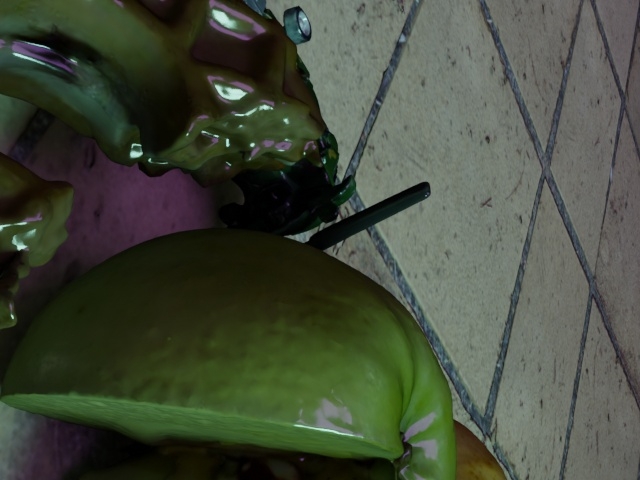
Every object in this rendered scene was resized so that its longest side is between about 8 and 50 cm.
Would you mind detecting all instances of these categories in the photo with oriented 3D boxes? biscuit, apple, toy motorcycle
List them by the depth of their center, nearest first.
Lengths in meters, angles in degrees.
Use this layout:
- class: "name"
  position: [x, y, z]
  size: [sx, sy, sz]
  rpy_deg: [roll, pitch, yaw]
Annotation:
- class: "biscuit"
  position: [-0.168, -0.082, 0.485]
  size: [0.268, 0.115, 0.366]
  rpy_deg: [51, 39, 2]
- class: "apple"
  position: [-0.053, 0.134, 0.604]
  size: [0.292, 0.254, 0.292]
  rpy_deg: [-3, 90, -65]
- class: "toy motorcycle"
  position: [-0.058, -0.104, 0.756]
  size: [0.275, 0.124, 0.187]
  rpy_deg: [55, 33, -38]

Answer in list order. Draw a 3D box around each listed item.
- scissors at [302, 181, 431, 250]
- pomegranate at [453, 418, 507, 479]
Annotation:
- class: "scissors"
  position: [0.000, 0.000, 0.740]
  size: [0.088, 0.220, 0.017]
  rpy_deg: [-30, 93, -50]
- class: "pomegranate"
  position: [0.068, 0.252, 0.835]
  size: [0.233, 0.233, 0.233]
  rpy_deg: [10, 78, -58]
